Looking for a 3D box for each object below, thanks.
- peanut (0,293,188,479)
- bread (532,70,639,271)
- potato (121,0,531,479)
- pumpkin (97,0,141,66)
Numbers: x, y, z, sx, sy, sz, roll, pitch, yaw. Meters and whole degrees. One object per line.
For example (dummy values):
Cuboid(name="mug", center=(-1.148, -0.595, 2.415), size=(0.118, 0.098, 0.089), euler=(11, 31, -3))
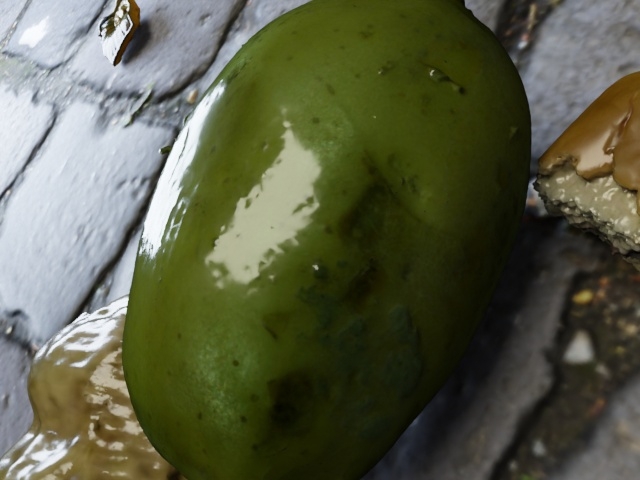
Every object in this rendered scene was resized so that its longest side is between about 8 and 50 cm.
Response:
Cuboid(name="peanut", center=(-0.155, 0.139, 0.518), size=(0.196, 0.110, 0.233), euler=(-3, 59, 34))
Cuboid(name="bread", center=(0.183, -0.034, 0.366), size=(0.106, 0.082, 0.125), euler=(-56, 41, 7))
Cuboid(name="potato", center=(0.003, 0.001, 0.412), size=(0.215, 0.215, 0.305), euler=(10, 79, 43))
Cuboid(name="pumpkin", center=(-0.257, -0.273, 0.913), size=(0.073, 0.035, 0.101), euler=(-45, 47, 26))
